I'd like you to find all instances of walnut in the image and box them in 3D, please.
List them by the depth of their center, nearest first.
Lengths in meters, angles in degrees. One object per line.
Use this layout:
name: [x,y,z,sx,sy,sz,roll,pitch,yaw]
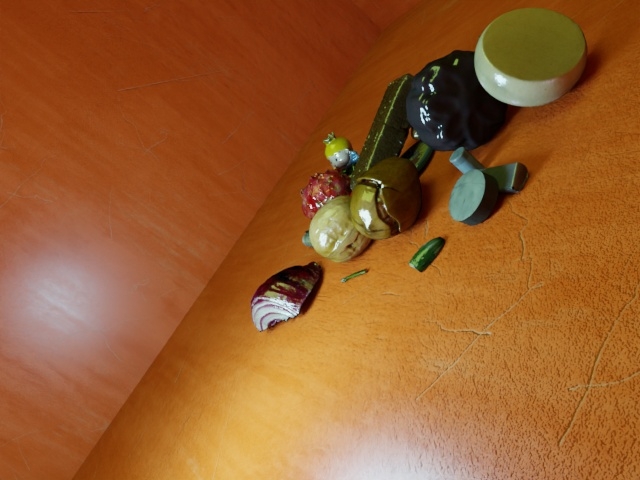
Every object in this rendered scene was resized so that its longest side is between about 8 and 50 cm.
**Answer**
walnut: [0.205,-0.141,1.673,0.209,0.209,0.336,-36,15,42]
walnut: [0.071,-0.037,1.794,0.221,0.195,0.195,-45,19,22]

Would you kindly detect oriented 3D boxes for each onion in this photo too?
onion: [-0.140,0.174,2.003,0.314,0.146,0.280,-40,17,45]

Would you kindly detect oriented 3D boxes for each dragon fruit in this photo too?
dragon fruit: [0.023,-0.152,2.148,0.268,0.210,0.205,98,-169,-57]

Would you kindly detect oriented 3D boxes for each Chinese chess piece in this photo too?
Chinese chess piece: [0.526,-0.463,1.411,0.273,0.273,0.102,-58,-21,-18]

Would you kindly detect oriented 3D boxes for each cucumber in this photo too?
cucumber: [0.271,0.028,1.436,0.107,0.035,0.067,-49,16,2]

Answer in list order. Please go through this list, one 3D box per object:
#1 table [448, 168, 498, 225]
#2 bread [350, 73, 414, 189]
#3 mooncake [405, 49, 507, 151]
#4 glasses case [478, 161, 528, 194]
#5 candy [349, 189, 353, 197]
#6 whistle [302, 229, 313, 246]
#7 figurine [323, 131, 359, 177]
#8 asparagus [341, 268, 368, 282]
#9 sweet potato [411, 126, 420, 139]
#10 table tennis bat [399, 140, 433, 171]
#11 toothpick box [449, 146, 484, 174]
table: [0.371,-0.104,1.363,0.133,0.043,0.133,-51,29,42]
bread: [0.233,-0.360,1.942,0.416,0.113,0.165,-67,14,-4]
mooncake: [0.386,-0.384,1.558,0.283,0.283,0.141,-52,17,1]
glasses case: [0.425,-0.144,1.376,0.071,0.042,0.191,-66,20,-9]
candy: [0.161,-0.187,2.061,0.086,0.059,0.292,8,54,21]
whistle: [0.001,0.000,2.132,0.326,0.057,0.067,-165,68,-71]
figurine: [0.083,-0.303,2.230,0.185,0.234,0.127,-51,21,4]
asparagus: [0.103,0.109,1.728,0.127,0.015,0.018,-29,27,51]
sweet potato: [0.373,-0.453,2.036,0.106,0.095,0.354,-2,34,6]
table tennis bat: [0.283,-0.225,1.901,0.215,0.044,0.329,-21,33,57]
toothpick box: [0.394,-0.206,1.504,0.052,0.083,0.052,-46,18,19]
